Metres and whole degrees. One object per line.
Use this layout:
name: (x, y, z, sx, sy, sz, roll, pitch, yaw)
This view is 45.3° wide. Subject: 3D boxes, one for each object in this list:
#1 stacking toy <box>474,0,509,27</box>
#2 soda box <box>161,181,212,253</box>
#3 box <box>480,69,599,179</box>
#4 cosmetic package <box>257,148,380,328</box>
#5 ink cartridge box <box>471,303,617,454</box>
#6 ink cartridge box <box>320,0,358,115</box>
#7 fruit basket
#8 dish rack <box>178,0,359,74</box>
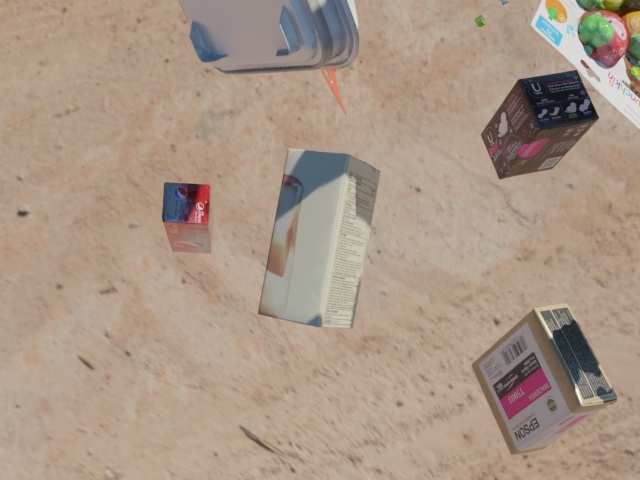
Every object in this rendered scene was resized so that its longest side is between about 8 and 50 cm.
stacking toy: (0.449, -0.637, 1.915, 0.167, 0.052, 0.221, -28, 38, 29)
soda box: (-0.268, -0.041, 1.581, 0.092, 0.263, 0.084, 3, 77, -5)
box: (0.517, -0.274, 1.834, 0.163, 0.247, 0.142, -12, 70, -15)
cosmetic package: (0.000, 0.000, 1.356, 0.129, 0.153, 0.296, 9, 86, 28)
ink cartridge box: (0.398, 0.256, 1.403, 0.088, 0.235, 0.193, -3, 56, -27)
ink cartridge box: (0.022, -0.523, 1.735, 0.091, 0.308, 0.385, -15, 68, 12)
fruit basket: (0.593, -0.437, 1.543, 0.327, 0.165, 0.353, 39, 53, -13)
dish rack: (-0.114, -0.337, 0.896, 0.072, 0.333, 0.285, -39, 30, -28)
